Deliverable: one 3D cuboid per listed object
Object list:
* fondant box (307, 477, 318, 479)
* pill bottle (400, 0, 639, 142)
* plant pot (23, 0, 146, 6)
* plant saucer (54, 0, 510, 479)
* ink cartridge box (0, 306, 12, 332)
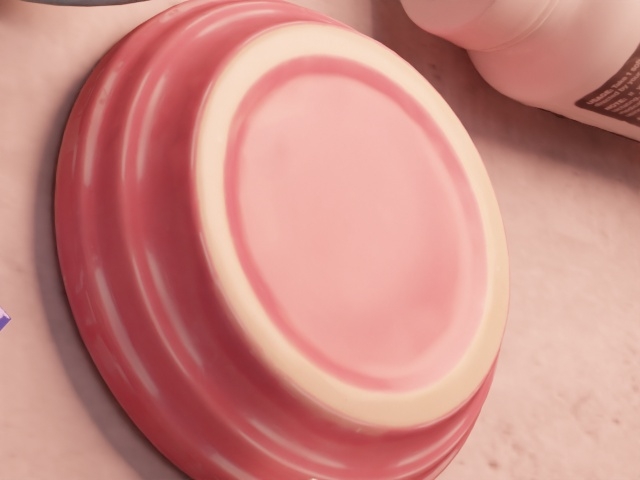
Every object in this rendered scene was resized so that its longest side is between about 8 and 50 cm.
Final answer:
[{"bbox_3d":[0.038,0.325,0.999,0.330,0.096,0.238,42,50,-21],"label":"fondant box"},{"bbox_3d":[0.210,-0.167,1.299,0.318,0.176,0.176,14,64,-39],"label":"pill bottle"},{"bbox_3d":[-0.131,-0.312,1.004,0.271,0.271,0.255,18,46,-37],"label":"plant pot"},{"bbox_3d":[0.000,0.000,1.104,0.332,0.084,0.332,17,63,-37],"label":"plant saucer"},{"bbox_3d":[-0.246,0.071,0.874,0.097,0.046,0.207,52,46,-16],"label":"ink cartridge box"}]
